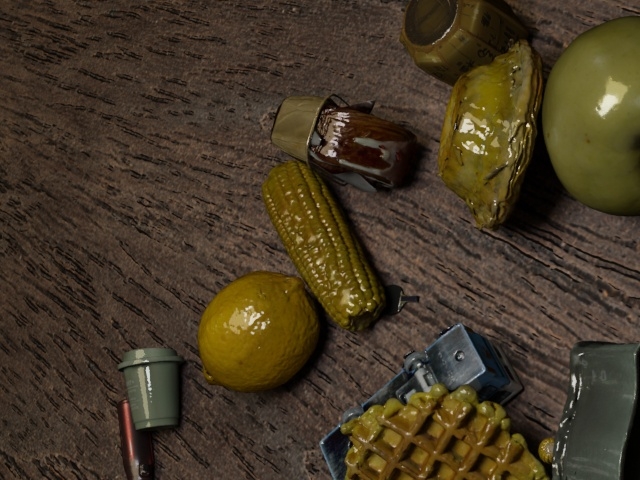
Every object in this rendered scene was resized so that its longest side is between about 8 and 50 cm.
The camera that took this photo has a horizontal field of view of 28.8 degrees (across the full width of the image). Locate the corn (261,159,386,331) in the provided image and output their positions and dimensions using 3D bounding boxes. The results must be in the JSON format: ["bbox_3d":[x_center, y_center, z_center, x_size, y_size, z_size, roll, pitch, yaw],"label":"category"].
[{"bbox_3d":[0.000,0.000,2.059,0.120,0.120,0.363,-47,49,19],"label":"corn"}]

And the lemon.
[{"bbox_3d":[-0.104,0.151,2.048,0.256,0.188,0.188,-47,49,25],"label":"lemon"}]

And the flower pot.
[{"bbox_3d":[0.380,0.239,1.629,0.108,0.103,0.229,-1,74,43],"label":"flower pot"}]

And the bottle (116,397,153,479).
[{"bbox_3d":[-0.334,0.370,2.268,0.060,0.060,0.164,-31,56,31],"label":"bottle"}]

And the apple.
[{"bbox_3d":[0.419,-0.167,1.652,0.262,0.262,0.262,-17,64,38],"label":"apple"}]

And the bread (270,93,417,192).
[{"bbox_3d":[0.045,-0.161,2.010,0.212,0.224,0.142,14,86,22],"label":"bread"}]

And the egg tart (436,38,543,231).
[{"bbox_3d":[0.237,-0.155,1.807,0.116,0.295,0.294,9,77,0],"label":"egg tart"}]

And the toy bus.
[{"bbox_3d":[0.144,0.254,1.822,0.297,0.131,0.106,-44,48,23],"label":"toy bus"}]

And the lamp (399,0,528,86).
[{"bbox_3d":[0.222,-0.317,1.928,0.161,0.185,0.161,-16,66,40],"label":"lamp"}]

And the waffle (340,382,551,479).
[{"bbox_3d":[0.168,0.341,1.719,0.282,0.058,0.300,-37,89,23],"label":"waffle"}]

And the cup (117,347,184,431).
[{"bbox_3d":[-0.301,0.269,2.240,0.120,0.120,0.141,-19,70,37],"label":"cup"}]

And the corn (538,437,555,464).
[{"bbox_3d":[0.312,0.285,1.684,0.037,0.092,0.037,-3,76,10],"label":"corn"}]

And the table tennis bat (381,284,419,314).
[{"bbox_3d":[0.123,0.094,1.987,0.083,0.007,0.050,-5,71,43],"label":"table tennis bat"}]
